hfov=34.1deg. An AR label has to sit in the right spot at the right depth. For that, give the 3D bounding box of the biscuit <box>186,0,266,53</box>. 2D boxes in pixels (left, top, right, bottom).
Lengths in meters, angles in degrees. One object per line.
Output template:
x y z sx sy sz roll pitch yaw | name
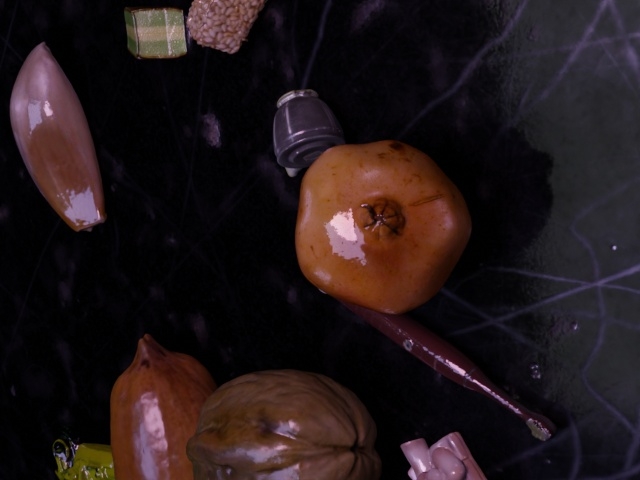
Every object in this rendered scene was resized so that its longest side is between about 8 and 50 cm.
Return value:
-0.113 -0.327 1.374 0.168 0.082 0.070 -55 41 39 | biscuit

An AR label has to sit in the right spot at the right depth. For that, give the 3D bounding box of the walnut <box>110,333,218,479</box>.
-0.226 0.304 1.604 0.209 0.209 0.336 -4 100 44 | walnut

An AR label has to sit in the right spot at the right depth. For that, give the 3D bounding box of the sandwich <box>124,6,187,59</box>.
-0.246 -0.311 1.551 0.116 0.074 0.074 -137 42 -68 | sandwich

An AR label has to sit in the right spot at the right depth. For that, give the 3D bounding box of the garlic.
-0.439 -0.160 1.727 0.143 0.112 0.318 -9 109 41 | garlic

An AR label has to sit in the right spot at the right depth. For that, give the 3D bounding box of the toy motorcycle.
-0.369 0.442 1.821 0.342 0.142 0.206 -1 105 45 | toy motorcycle

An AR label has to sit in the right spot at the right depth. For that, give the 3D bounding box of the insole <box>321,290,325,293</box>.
0.000 0.000 1.426 0.053 0.002 0.152 13 112 40 | insole

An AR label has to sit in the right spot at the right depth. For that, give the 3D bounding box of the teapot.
-0.031 -0.143 1.351 0.124 0.092 0.091 -29 67 38 | teapot

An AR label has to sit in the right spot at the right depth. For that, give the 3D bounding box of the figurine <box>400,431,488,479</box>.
0.109 0.340 1.282 0.141 0.237 0.162 51 135 8 | figurine

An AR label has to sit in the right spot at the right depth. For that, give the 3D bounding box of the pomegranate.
0.065 -0.015 1.220 0.209 0.209 0.209 16 114 39 | pomegranate

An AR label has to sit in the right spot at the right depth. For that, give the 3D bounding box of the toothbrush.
0.144 0.141 1.313 0.364 0.041 0.041 34 125 30 | toothbrush

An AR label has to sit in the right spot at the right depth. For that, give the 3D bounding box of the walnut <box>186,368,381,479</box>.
-0.045 0.286 1.408 0.283 0.283 0.227 -13 64 45 | walnut
